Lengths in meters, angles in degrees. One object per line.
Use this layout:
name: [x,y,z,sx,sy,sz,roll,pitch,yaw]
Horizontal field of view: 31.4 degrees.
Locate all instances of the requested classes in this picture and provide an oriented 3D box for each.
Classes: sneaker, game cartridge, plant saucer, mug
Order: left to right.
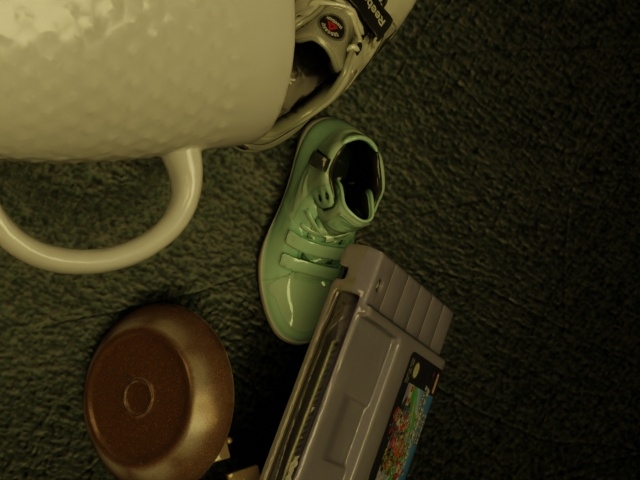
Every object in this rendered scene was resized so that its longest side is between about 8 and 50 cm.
mug: [-0.221,-0.156,1.021,0.328,0.276,0.374,-10,93,-26]
plant saucer: [-0.179,0.162,1.177,0.036,0.199,0.198,15,97,-59]
sneaker: [0.000,-0.001,1.203,0.094,0.151,0.255,8,98,-16]
sneaker: [0.021,-0.223,1.179,0.122,0.146,0.330,36,88,-14]
game cartridge: [0.034,0.204,1.188,0.230,0.068,0.355,35,72,-54]

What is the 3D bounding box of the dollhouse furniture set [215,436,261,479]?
dollhouse furniture set: [-0.068,0.246,1.244,0.123,0.144,0.151,-15,87,-15]
